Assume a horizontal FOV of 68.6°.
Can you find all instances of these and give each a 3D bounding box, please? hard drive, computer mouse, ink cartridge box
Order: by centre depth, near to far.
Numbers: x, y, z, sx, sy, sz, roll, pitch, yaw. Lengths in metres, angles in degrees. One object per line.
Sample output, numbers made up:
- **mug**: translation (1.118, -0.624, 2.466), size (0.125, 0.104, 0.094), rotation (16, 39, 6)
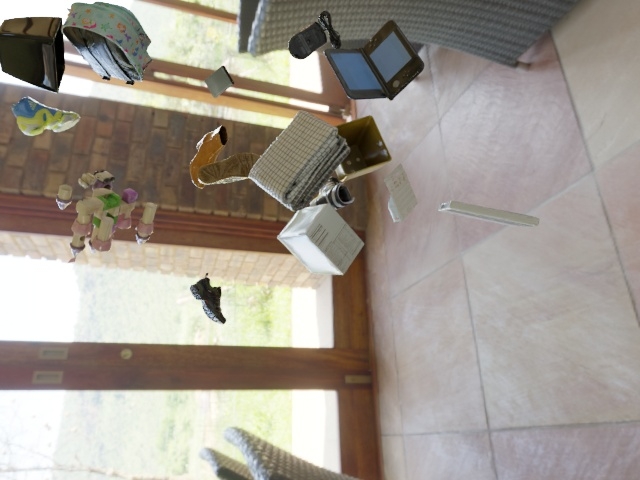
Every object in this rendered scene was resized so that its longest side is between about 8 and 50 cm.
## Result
- **ink cartridge box**: translation (0.293, -0.179, 1.776), size (0.045, 0.145, 0.179), rotation (-11, 115, 45)
- **hard drive**: translation (-0.470, -0.737, 2.182), size (0.135, 0.022, 0.094), rotation (-23, 101, 35)
- **computer mouse**: translation (-0.045, -0.968, 2.281), size (0.188, 0.272, 0.072), rotation (62, 167, -24)

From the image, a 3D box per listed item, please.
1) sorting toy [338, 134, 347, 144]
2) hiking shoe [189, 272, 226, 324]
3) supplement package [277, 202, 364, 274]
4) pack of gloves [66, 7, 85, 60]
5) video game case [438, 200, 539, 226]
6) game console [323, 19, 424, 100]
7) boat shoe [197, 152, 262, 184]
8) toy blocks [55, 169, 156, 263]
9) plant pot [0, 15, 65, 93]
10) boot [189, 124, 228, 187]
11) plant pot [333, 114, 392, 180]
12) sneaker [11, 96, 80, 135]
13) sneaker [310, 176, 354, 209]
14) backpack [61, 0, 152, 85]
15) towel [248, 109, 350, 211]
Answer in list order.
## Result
- **sorting toy**: translation (0.055, -0.356, 1.719), size (0.083, 0.075, 0.045), rotation (-46, -18, -11)
- **hiking shoe**: translation (-0.437, 0.246, 1.945), size (0.086, 0.114, 0.227), rotation (2, 127, 46)
- **supplement package**: translation (0.000, 0.000, 1.641), size (0.194, 0.203, 0.149), rotation (-4, 45, 55)
- **pack of gloves**: translation (-0.857, -0.724, 1.689), size (0.232, 0.046, 0.195), rotation (28, 140, 37)
- **video game case**: translation (0.380, -0.061, 1.087), size (0.173, 0.190, 0.022), rotation (-20, -57, -84)
- **game console**: translation (0.191, -0.667, 1.720), size (0.250, 0.173, 0.293), rotation (-40, 57, 29)
- **boat shoe**: translation (-0.351, -0.281, 1.861), size (0.096, 0.277, 0.098), rotation (168, 88, -73)
- **toy blocks**: translation (-0.846, -0.066, 1.807), size (0.260, 0.309, 0.288), rotation (-63, -13, 27)
- **plant pot**: translation (-0.940, -0.620, 1.530), size (0.187, 0.167, 0.188), rotation (-108, 31, -42)
- **boot**: translation (-0.554, -0.428, 2.362), size (0.211, 0.104, 0.295), rotation (-22, 58, 39)
- **plant pot**: translation (0.138, -0.360, 1.956), size (0.187, 0.212, 0.212), rotation (127, 121, -73)
- **sneaker**: translation (-0.930, -0.435, 1.588), size (0.091, 0.126, 0.240), rotation (-30, 10, 20)
- **sneaker**: translation (0.069, -0.197, 1.890), size (0.153, 0.099, 0.282), rotation (-25, 21, 31)
- **backpack**: translation (-0.683, -0.650, 1.511), size (0.253, 0.225, 0.191), rotation (59, -133, -78)
- **towel**: translation (-0.065, -0.249, 1.468), size (0.284, 0.121, 0.235), rotation (-51, 43, 1)
